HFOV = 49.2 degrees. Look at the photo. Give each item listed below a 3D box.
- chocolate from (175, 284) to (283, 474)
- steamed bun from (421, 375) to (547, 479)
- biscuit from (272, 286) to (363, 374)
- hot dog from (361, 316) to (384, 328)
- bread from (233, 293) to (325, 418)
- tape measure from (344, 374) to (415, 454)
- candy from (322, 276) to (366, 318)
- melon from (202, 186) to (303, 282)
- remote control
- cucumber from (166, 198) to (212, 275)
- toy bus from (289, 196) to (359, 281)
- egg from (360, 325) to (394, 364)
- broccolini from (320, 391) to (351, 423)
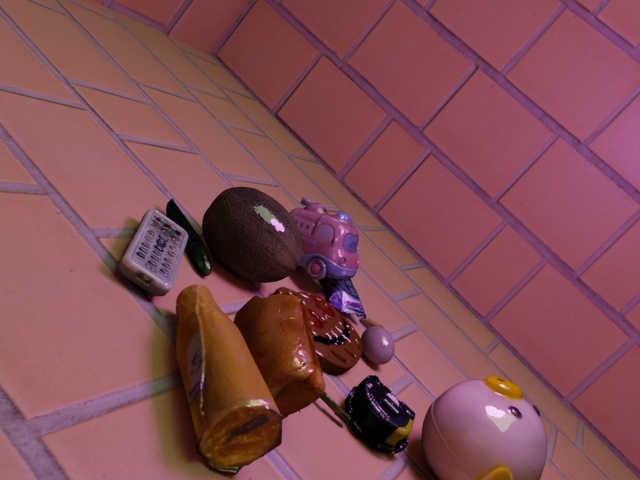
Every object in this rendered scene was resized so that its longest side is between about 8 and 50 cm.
[{"bbox_3d":[-0.219,0.246,1.396,0.162,0.162,0.445,30,15,-36],"label":"chocolate"},{"bbox_3d":[0.436,0.533,1.855,0.373,0.334,0.334,12,32,-51],"label":"steamed bun"},{"bbox_3d":[-0.008,0.244,2.028,0.314,0.063,0.367,44,16,6],"label":"biscuit"},{"bbox_3d":[0.176,0.294,2.392,0.090,0.034,0.030,27,22,19],"label":"hot dog"},{"bbox_3d":[-0.107,0.241,1.554,0.149,0.195,0.344,56,6,-29],"label":"bread"},{"bbox_3d":[0.155,0.448,1.778,0.199,0.112,0.186,41,17,3],"label":"tape measure"},{"bbox_3d":[0.067,0.168,2.412,0.145,0.070,0.275,24,23,-25],"label":"candy"},{"bbox_3d":[-0.185,-0.013,1.961,0.301,0.237,0.237,40,15,-9],"label":"melon"},{"bbox_3d":[-0.396,0.027,1.667,0.128,0.066,0.335,35,17,-15],"label":"remote control"},{"bbox_3d":[-0.356,-0.007,1.888,0.056,0.056,0.284,21,29,-53],"label":"cucumber"},{"bbox_3d":[0.000,0.000,2.308,0.294,0.232,0.197,22,5,29],"label":"toy bus"},{"bbox_3d":[0.177,0.326,2.170,0.103,0.103,0.135,31,19,-33],"label":"egg"},{"bbox_3d":[-0.007,0.350,1.766,0.271,0.062,0.123,50,25,19],"label":"broccolini"}]
